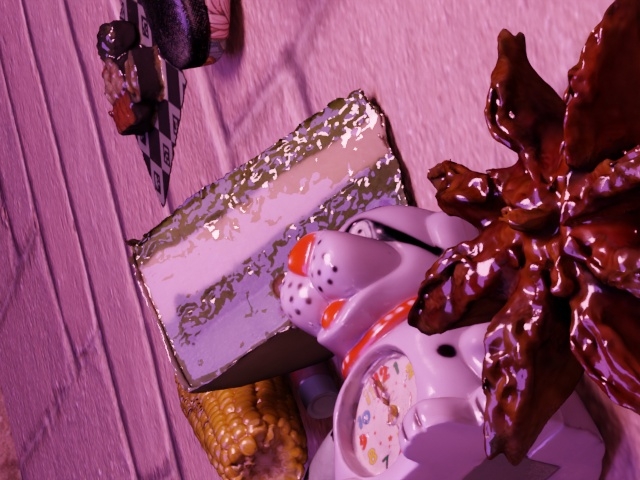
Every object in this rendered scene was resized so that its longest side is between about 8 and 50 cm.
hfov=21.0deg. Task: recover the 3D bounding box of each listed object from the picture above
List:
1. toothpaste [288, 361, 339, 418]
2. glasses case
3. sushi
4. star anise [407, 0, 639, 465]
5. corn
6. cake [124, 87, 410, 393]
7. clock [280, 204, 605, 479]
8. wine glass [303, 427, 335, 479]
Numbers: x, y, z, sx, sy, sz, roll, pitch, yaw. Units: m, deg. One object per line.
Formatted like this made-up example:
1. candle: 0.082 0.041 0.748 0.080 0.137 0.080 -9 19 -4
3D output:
1. toothpaste: -0.028 0.086 1.623 0.205 0.036 0.056 -118 24 -48
2. glasses case: -0.146 -0.325 1.660 0.122 0.082 0.321 -176 75 -71
3. sushi: -0.222 -0.184 1.986 0.231 0.047 0.219 106 147 -52
4. star anise: 0.142 -0.004 0.980 0.288 0.088 0.288 -7 81 51
5. corn: -0.076 0.155 1.634 0.318 0.115 0.115 -137 40 -73
6. cake: 0.003 -0.003 1.470 0.284 0.172 0.158 -35 70 32
7. clock: 0.070 0.074 1.181 0.189 0.189 0.254 105 154 -50
8. wine glass: 0.009 0.238 1.554 0.262 0.074 0.074 110 144 -52
